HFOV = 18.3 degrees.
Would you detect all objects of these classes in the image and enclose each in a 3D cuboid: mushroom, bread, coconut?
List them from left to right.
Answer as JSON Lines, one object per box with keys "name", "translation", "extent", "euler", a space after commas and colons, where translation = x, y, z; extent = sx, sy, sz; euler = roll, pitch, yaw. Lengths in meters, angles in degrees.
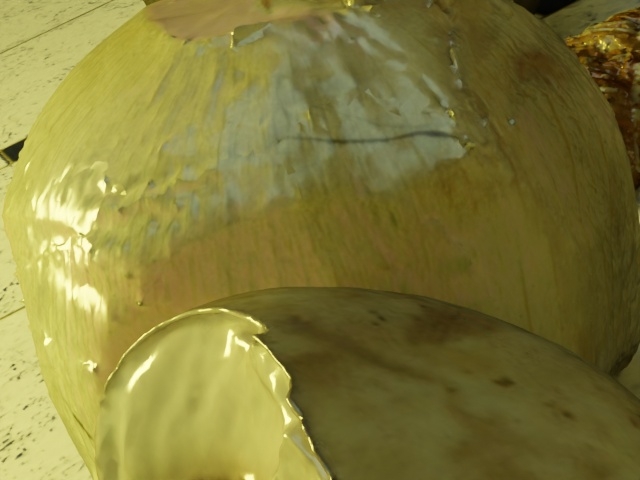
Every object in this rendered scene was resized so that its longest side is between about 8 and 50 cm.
{"name": "coconut", "translation": [0.000, 0.000, 0.923], "extent": [0.297, 0.254, 0.297], "euler": [-19, 24, 9]}
{"name": "mushroom", "translation": [0.046, 0.129, 0.699], "extent": [0.189, 0.195, 0.253], "euler": [-5, 36, -30]}
{"name": "bread", "translation": [0.175, -0.091, 1.213], "extent": [0.105, 0.076, 0.233], "euler": [-6, 25, 32]}

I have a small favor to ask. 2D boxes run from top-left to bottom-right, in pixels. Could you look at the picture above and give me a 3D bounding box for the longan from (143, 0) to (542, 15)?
{"name": "longan", "translation": [0.018, -0.246, 1.415], "extent": [0.361, 0.361, 0.361], "euler": [-19, 22, 8]}
